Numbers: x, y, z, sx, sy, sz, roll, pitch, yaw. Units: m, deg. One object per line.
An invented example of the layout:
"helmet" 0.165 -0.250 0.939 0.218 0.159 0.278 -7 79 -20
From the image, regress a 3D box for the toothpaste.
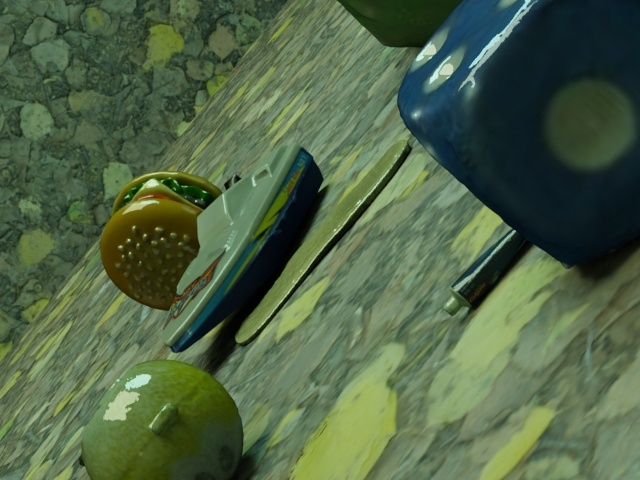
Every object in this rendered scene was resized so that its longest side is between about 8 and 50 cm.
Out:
"toothpaste" 0.109 0.015 0.922 0.083 0.019 0.027 -48 -12 0

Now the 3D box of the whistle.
"whistle" -0.115 0.166 1.105 0.123 0.123 0.223 -54 -8 -22

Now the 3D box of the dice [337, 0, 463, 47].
"dice" 0.101 -0.409 1.542 0.330 0.318 0.322 -46 12 12

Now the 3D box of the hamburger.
"hamburger" -0.166 0.002 1.624 0.162 0.162 0.115 -42 19 30

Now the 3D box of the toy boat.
"toy boat" -0.092 0.015 1.459 0.129 0.088 0.295 -39 15 38

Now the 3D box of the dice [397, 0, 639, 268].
"dice" 0.138 -0.083 0.820 0.146 0.143 0.146 -47 12 11

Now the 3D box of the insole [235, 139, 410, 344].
"insole" 0.000 0.000 1.366 0.248 0.011 0.081 -50 13 -6
